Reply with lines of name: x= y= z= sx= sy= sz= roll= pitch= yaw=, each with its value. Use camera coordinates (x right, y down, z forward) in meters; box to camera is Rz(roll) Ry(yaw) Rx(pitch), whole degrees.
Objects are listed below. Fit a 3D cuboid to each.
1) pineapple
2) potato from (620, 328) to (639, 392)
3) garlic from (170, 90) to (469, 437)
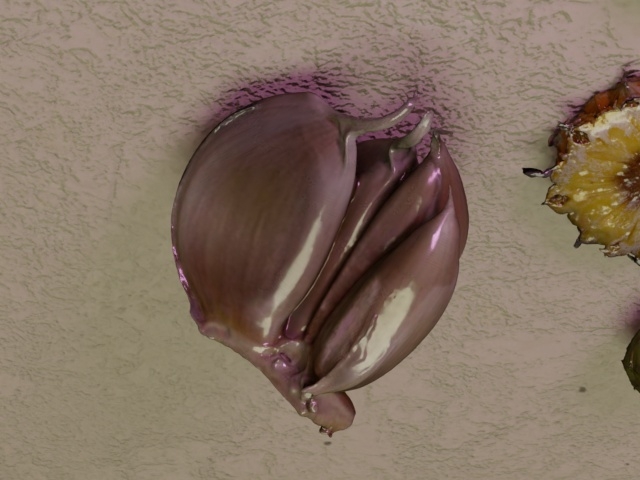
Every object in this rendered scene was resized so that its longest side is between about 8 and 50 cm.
pineapple: x=0.283 y=-0.062 z=1.189 sx=0.221 sy=0.047 sz=0.221 roll=2 pitch=134 yaw=2
potato: x=0.386 y=0.086 z=1.302 sx=0.225 sy=0.090 sz=0.117 roll=-31 pitch=141 yaw=29
garlic: x=0.000 y=0.000 z=1.154 sx=0.210 sy=0.237 sz=0.292 roll=18 pitch=100 yaw=-28
